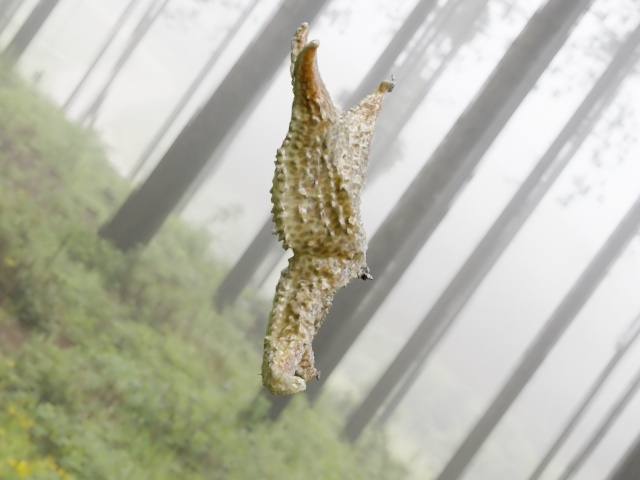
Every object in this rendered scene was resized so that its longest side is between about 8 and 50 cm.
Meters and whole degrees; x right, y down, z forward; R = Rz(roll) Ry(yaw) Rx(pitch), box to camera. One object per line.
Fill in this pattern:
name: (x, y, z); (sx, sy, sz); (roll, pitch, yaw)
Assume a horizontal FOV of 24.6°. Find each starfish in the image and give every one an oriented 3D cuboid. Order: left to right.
starfish: (0.007, -0.025, 1.171); (0.084, 0.293, 0.301); (5, -4, 10)
